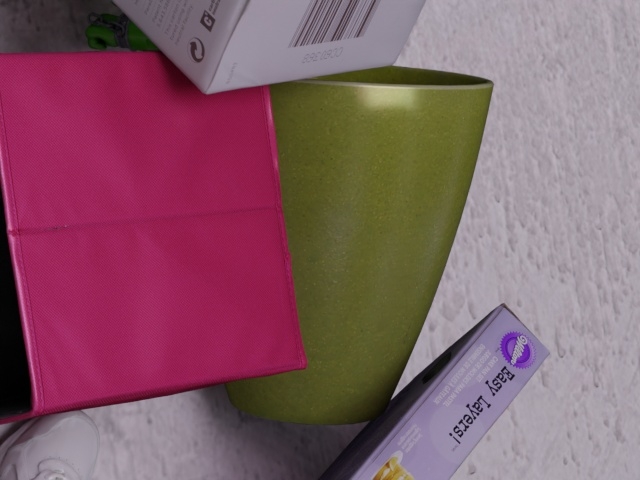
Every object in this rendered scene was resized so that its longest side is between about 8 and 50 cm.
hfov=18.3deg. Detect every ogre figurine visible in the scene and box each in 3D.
[{"bbox_3d":[-0.092,-0.206,1.691,0.197,0.118,0.097,-17,122,-47],"label":"ogre figurine"}]

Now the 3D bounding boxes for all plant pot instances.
[{"bbox_3d":[0.000,0.000,1.694,0.274,0.274,0.294,-4,101,-43],"label":"plant pot"}]

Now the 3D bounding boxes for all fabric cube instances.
[{"bbox_3d":[-0.200,0.001,1.495,0.258,0.254,0.259,-6,87,-44],"label":"fabric cube"}]

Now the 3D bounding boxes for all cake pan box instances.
[{"bbox_3d":[0.054,0.197,1.700,0.070,0.267,0.246,45,53,2],"label":"cake pan box"}]

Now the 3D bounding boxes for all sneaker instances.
[{"bbox_3d":[-0.217,0.232,1.533,0.090,0.115,0.232,41,58,-31],"label":"sneaker"}]

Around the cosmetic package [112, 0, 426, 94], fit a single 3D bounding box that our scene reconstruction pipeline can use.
[{"bbox_3d":[-0.102,-0.292,1.516,0.217,0.156,0.385,-15,52,-46],"label":"cosmetic package"}]
